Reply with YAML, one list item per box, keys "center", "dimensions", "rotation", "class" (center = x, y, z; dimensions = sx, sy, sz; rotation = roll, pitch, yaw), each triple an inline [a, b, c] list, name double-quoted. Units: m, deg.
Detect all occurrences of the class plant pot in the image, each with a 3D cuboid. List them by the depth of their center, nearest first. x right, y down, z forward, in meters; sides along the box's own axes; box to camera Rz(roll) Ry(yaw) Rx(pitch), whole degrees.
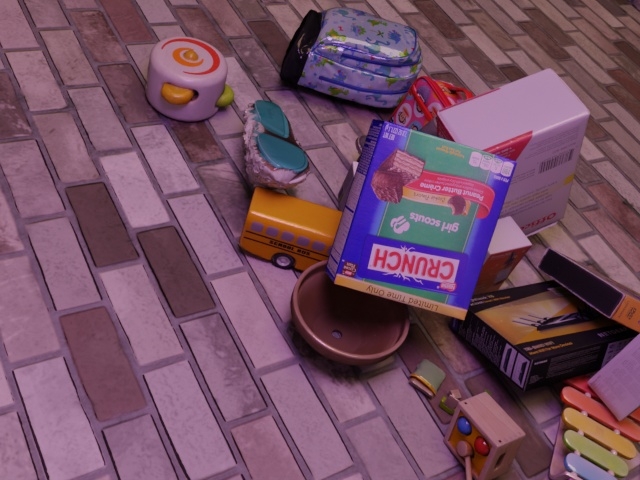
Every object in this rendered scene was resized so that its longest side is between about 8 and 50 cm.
- center: [0.048, 0.160, 1.416]
  dimensions: [0.237, 0.110, 0.237]
  rotation: [11, 46, -11]
  class: "plant pot"

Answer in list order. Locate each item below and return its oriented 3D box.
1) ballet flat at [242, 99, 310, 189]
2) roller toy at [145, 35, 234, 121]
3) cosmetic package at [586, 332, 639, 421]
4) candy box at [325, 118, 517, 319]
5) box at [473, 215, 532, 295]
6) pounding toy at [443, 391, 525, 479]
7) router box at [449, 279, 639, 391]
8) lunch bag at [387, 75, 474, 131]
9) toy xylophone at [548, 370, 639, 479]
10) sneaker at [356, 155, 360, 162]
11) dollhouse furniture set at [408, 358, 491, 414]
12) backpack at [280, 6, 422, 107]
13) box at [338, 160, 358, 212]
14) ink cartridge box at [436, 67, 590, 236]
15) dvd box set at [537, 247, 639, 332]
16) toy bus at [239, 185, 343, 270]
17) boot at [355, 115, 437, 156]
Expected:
- center: [-0.111, -0.188, 1.604]
  dimensions: [0.147, 0.147, 0.409]
  rotation: [10, 28, -13]
  class: "ballet flat"
- center: [-0.330, -0.401, 1.750]
  dimensions: [0.209, 0.146, 0.191]
  rotation: [-25, 62, -36]
  class: "roller toy"
- center: [0.623, 0.241, 1.366]
  dimensions: [0.060, 0.239, 0.099]
  rotation: [-18, 59, -33]
  class: "cosmetic package"
- center: [0.184, -0.040, 1.356]
  dimensions: [0.268, 0.317, 0.122]
  rotation: [15, 10, -9]
  class: "candy box"
- center: [0.368, 0.041, 1.611]
  dimensions: [0.130, 0.170, 0.091]
  rotation: [-11, 54, -29]
  class: "box"
- center: [0.290, 0.383, 1.310]
  dimensions: [0.100, 0.141, 0.130]
  rotation: [-11, 40, -30]
  class: "pounding toy"
- center: [0.472, 0.190, 1.519]
  dimensions: [0.309, 0.081, 0.243]
  rotation: [-8, 29, -28]
  class: "router box"
- center: [0.299, -0.266, 1.798]
  dimensions: [0.120, 0.258, 0.293]
  rotation: [7, 44, -34]
  class: "lunch bag"
- center: [0.571, 0.402, 1.425]
  dimensions: [0.236, 0.081, 0.323]
  rotation: [24, 45, -1]
  class: "toy xylophone"
- center: [0.130, -0.181, 1.808]
  dimensions: [0.071, 0.068, 0.170]
  rotation: [25, 53, -18]
  class: "sneaker"
- center: [0.256, 0.288, 1.418]
  dimensions: [0.151, 0.058, 0.076]
  rotation: [35, 46, 11]
  class: "dollhouse furniture set"
- center: [0.102, -0.503, 1.974]
  dimensions: [0.355, 0.273, 0.290]
  rotation: [29, 37, -12]
  class: "backpack"
- center: [0.157, -0.096, 1.692]
  dimensions: [0.203, 0.114, 0.103]
  rotation: [11, 47, -15]
  class: "box"
- center: [0.416, -0.158, 1.616]
  dimensions: [0.279, 0.385, 0.160]
  rotation: [-22, 55, -6]
  class: "ink cartridge box"
- center: [0.715, 0.164, 1.556]
  dimensions: [0.420, 0.062, 0.307]
  rotation: [25, 11, -18]
  class: "dvd box set"
- center: [0.000, 0.000, 1.528]
  dimensions: [0.332, 0.130, 0.108]
  rotation: [17, 45, -7]
  class: "toy bus"
- center: [0.206, -0.227, 1.702]
  dimensions: [0.189, 0.208, 0.076]
  rotation: [42, 50, -7]
  class: "boot"
